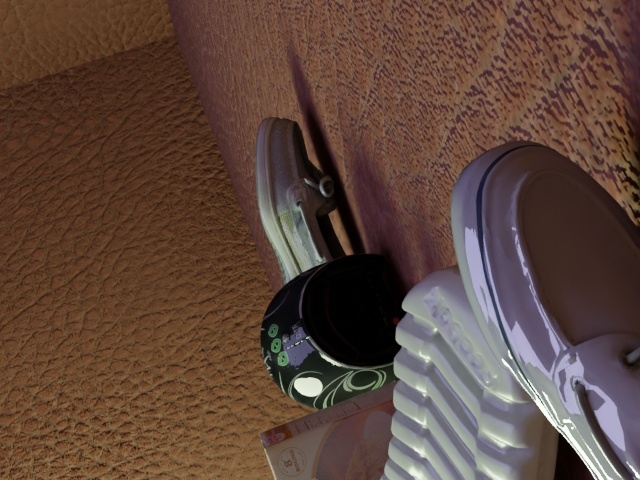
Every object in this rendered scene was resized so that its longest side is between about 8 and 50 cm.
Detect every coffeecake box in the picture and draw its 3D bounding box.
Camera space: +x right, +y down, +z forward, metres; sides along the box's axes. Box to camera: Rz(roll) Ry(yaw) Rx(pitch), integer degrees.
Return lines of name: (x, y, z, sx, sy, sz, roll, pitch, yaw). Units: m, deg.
coffeecake box: (0.055, 0.217, 0.821, 0.068, 0.186, 0.142, 176, 74, -82)

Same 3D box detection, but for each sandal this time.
sandal: (0.124, 0.193, 0.651, 0.169, 0.102, 0.416, 44, 144, 40)

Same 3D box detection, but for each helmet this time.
helmet: (0.020, 0.102, 0.940, 0.169, 0.169, 0.161, 68, 155, 18)

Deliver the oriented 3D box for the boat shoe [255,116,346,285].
boat shoe: (0.000, 0.001, 1.073, 0.118, 0.103, 0.320, -8, -97, -78)

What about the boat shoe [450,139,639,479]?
boat shoe: (0.132, 0.057, 0.340, 0.226, 0.083, 0.076, 59, 161, -2)
